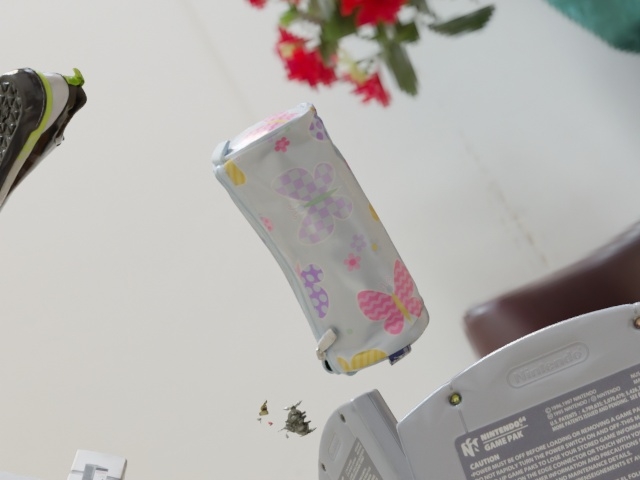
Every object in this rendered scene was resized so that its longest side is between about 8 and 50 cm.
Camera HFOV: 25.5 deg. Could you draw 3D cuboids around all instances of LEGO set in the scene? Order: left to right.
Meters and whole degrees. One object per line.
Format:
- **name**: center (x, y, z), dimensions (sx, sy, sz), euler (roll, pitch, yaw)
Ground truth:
- **LEGO set**: center (-0.043, 0.241, 1.892), dimensions (0.023, 0.083, 0.054), euler (-150, 62, -77)

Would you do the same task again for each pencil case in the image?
- **pencil case**: center (0.000, 0.000, 1.413), dimensions (0.273, 0.124, 0.113), euler (61, 174, -13)

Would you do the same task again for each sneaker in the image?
- **sneaker**: center (-0.309, -0.091, 1.464), dimensions (0.235, 0.097, 0.084), euler (-45, 66, 40)

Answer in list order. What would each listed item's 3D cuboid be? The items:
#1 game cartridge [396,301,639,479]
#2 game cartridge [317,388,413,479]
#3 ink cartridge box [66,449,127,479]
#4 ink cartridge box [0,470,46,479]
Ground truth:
- **game cartridge**: center (0.220, 0.169, 1.195), dimensions (0.060, 0.294, 0.196), euler (26, -138, -66)
- **game cartridge**: center (0.071, 0.328, 1.944), dimensions (0.198, 0.062, 0.297), euler (62, 158, 24)
- **ink cartridge box**: center (-0.238, 0.286, 1.434), dimensions (0.135, 0.056, 0.099), euler (-95, 18, -75)
- **ink cartridge box**: center (-0.350, 0.225, 0.973), dimensions (0.069, 0.370, 0.176), euler (-123, 49, -76)
